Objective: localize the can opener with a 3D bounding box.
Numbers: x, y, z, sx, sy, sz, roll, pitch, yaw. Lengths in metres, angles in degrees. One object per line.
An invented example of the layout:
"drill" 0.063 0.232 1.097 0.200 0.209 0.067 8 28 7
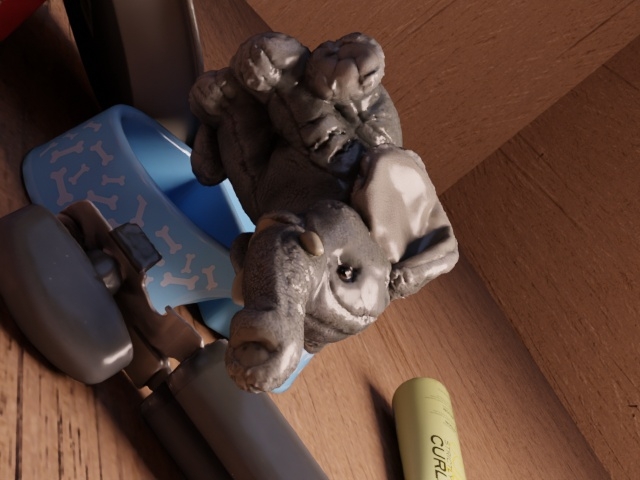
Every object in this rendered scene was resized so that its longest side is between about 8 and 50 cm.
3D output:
"can opener" -0.078 0.097 0.517 0.280 0.074 0.093 50 45 4

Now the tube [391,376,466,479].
"tube" 0.106 0.216 0.856 0.070 0.062 0.240 9 24 -4

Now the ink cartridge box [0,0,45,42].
"ink cartridge box" -0.316 -0.283 0.633 0.273 0.114 0.197 34 21 -54

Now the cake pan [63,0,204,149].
"cake pan" -0.168 -0.202 0.764 0.293 0.054 0.293 55 -24 40

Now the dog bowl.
"dog bowl" -0.088 0.006 0.712 0.297 0.074 0.166 39 17 -45

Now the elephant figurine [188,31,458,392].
"elephant figurine" 0.000 0.000 0.603 0.169 0.186 0.239 115 -35 -57
